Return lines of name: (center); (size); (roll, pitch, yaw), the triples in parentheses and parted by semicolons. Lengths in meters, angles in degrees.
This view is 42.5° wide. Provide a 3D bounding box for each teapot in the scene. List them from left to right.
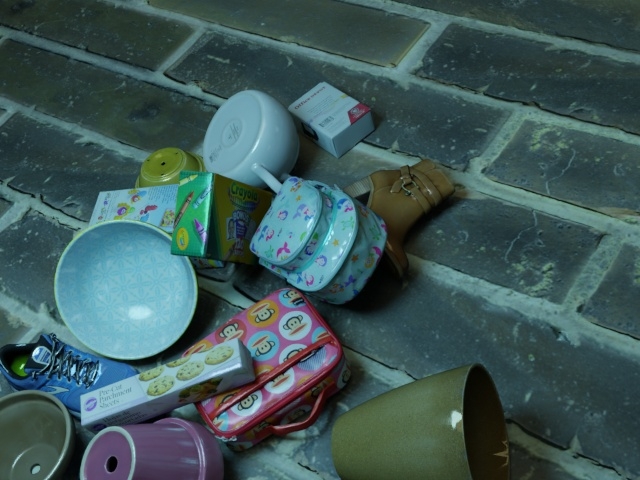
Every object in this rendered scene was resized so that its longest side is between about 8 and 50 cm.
teapot: (-0.136, -0.212, 1.912); (0.253, 0.187, 0.255); (-1, 71, 46)

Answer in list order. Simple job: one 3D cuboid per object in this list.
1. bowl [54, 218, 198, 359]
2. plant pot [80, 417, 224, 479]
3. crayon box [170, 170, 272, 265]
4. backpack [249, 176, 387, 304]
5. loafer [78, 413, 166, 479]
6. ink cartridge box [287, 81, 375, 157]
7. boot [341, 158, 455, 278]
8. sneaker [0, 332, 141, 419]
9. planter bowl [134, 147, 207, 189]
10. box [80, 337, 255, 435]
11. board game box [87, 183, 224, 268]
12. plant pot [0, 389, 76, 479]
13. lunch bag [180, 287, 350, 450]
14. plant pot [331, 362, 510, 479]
bowl: (-0.389, 0.090, 1.720); (0.290, 0.289, 0.156); (-16, 7, 3)
plant pot: (-0.298, 0.395, 1.404); (0.201, 0.180, 0.201); (-15, 62, 31)
crayon box: (-0.196, -0.039, 1.685); (0.081, 0.278, 0.165); (5, 87, 21)
backpack: (0.000, 0.000, 1.631); (0.254, 0.191, 0.225); (30, 91, 48)
loafer: (-0.370, 0.374, 1.552); (0.076, 0.078, 0.223); (20, 59, 29)
ink cartridge box: (0.026, -0.296, 1.998); (0.127, 0.072, 0.175); (-39, 52, -16)
boot: (0.189, -0.056, 1.747); (0.220, 0.109, 0.283); (-21, 41, -7)
sneaker: (-0.509, 0.268, 1.629); (0.330, 0.147, 0.129); (2, 54, 21)
planter bowl: (-0.366, -0.159, 1.987); (0.217, 0.090, 0.217); (-8, 50, 9)
box: (-0.278, 0.268, 1.492); (0.324, 0.063, 0.067); (-20, 51, 9)
board game box: (-0.356, -0.026, 1.838); (0.276, 0.142, 0.144); (-4, 50, 13)
plant pot: (-0.561, 0.412, 1.555); (0.238, 0.109, 0.237); (-8, 50, 10)
lunch bag: (-0.098, 0.255, 1.553); (0.293, 0.120, 0.258); (-33, 53, -9)
plant pot: (0.156, 0.337, 1.358); (0.255, 0.237, 0.237); (-13, 47, 26)
